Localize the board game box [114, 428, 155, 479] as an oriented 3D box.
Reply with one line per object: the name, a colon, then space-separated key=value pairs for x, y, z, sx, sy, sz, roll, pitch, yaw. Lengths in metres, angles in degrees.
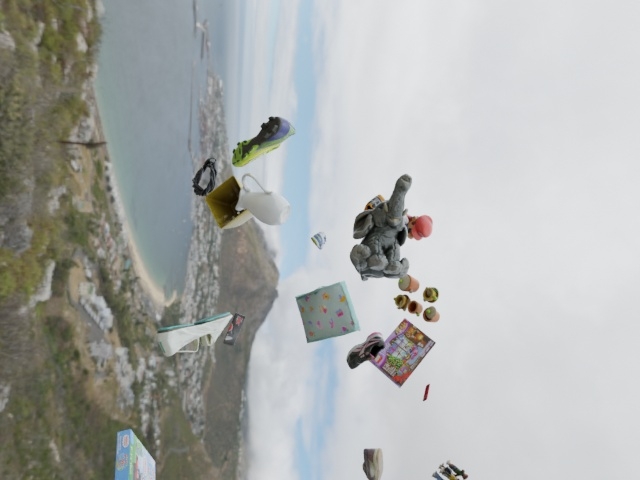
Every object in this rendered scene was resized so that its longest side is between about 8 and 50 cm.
board game box: x=-0.471 y=0.609 z=1.133 sx=0.160 sy=0.039 sz=0.211 roll=-113 pitch=-165 yaw=-45

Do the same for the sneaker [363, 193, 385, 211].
sneaker: x=0.240 y=-0.133 z=2.122 sx=0.084 sy=0.083 sz=0.215 roll=48 pitch=-32 yaw=25

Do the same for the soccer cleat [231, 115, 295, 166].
soccer cleat: x=-0.210 y=-0.339 z=1.601 sx=0.289 sy=0.121 sz=0.093 roll=-30 pitch=-119 yaw=34

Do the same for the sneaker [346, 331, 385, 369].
sneaker: x=0.170 y=0.423 z=1.657 sx=0.178 sy=0.072 sz=0.077 roll=-49 pitch=-157 yaw=11

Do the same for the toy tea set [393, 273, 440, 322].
toy tea set: x=0.495 y=0.300 z=2.313 sx=0.336 sy=0.124 sz=0.200 roll=24 pitch=-88 yaw=57

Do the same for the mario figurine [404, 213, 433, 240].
mario figurine: x=0.457 y=-0.073 z=2.341 sx=0.320 sy=0.198 sz=0.170 roll=-143 pitch=-129 yaw=-62

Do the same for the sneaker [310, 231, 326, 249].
sneaker: x=0.000 y=0.000 z=1.895 sx=0.053 sy=0.059 sz=0.144 roll=46 pitch=-5 yaw=10

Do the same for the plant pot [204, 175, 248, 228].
plant pot: x=-0.458 y=-0.190 z=2.400 sx=0.212 sy=0.212 sz=0.187 roll=60 pitch=13 yaw=17

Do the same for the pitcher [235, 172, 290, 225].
pitcher: x=-0.222 y=-0.158 z=1.712 sx=0.125 sy=0.207 sz=0.177 roll=-47 pitch=154 yaw=-46

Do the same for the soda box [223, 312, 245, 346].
soda box: x=-0.452 y=0.467 z=2.319 sx=0.053 sy=0.060 sz=0.169 roll=145 pitch=-34 yaw=-69

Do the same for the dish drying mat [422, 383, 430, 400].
dish drying mat: x=0.476 y=0.683 z=1.988 sx=0.032 sy=0.008 sz=0.083 roll=-59 pitch=180 yaw=42

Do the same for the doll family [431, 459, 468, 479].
doll family: x=0.535 y=0.977 z=1.812 sx=0.076 sy=0.111 sz=0.193 roll=-46 pitch=163 yaw=-29

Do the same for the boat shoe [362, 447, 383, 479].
boat shoe: x=0.249 y=1.090 z=2.131 sx=0.103 sy=0.092 sz=0.285 roll=-56 pitch=149 yaw=-47

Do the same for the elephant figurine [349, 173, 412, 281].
elephant figurine: x=0.167 y=-0.027 z=1.157 sx=0.169 sy=0.186 sz=0.239 roll=33 pitch=62 yaw=-51

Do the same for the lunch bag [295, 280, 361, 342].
lunch bag: x=0.044 y=0.298 z=1.865 sx=0.262 sy=0.160 sz=0.223 roll=-24 pitch=-101 yaw=41

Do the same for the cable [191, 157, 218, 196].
cable: x=-0.494 y=-0.261 z=1.878 sx=0.151 sy=0.047 sz=0.184 roll=-27 pitch=-127 yaw=25

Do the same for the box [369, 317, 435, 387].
box: x=0.414 y=0.564 z=2.235 sx=0.293 sy=0.201 sz=0.057 roll=-44 pitch=159 yaw=-21

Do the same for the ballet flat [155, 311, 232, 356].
ballet flat: x=-0.525 y=0.402 z=1.882 sx=0.400 sy=0.139 sz=0.139 roll=-4 pitch=99 yaw=-60
